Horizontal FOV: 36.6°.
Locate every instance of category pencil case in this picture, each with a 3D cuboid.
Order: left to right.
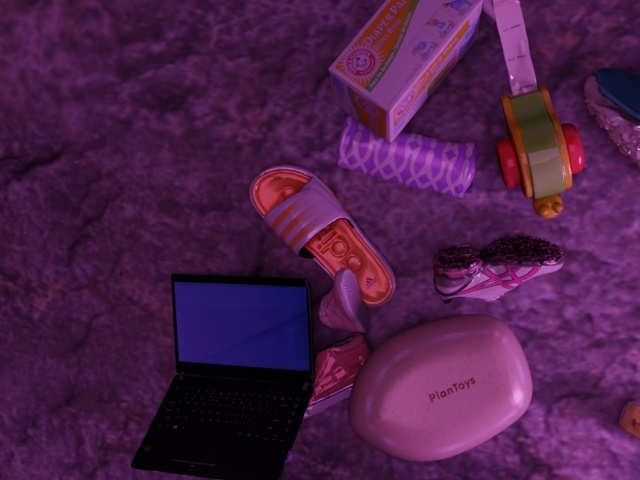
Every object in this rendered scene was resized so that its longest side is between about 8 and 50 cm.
[{"bbox_3d":[0.123,-0.124,1.363,0.206,0.086,0.088,15,65,3],"label":"pencil case"}]

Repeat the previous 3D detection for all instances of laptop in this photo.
[{"bbox_3d":[-0.141,0.191,1.377,0.234,0.264,0.136,1,134,24],"label":"laptop"}]

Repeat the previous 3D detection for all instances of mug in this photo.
[{"bbox_3d":[0.464,0.257,1.377,0.064,0.078,0.062,22,69,12],"label":"mug"}]

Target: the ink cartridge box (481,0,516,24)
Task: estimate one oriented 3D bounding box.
[{"bbox_3d":[0.207,-0.421,1.307,0.219,0.092,0.160,41,99,-1],"label":"ink cartridge box"}]

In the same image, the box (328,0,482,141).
[{"bbox_3d":[0.114,-0.251,1.294,0.103,0.114,0.203,37,82,13],"label":"box"}]

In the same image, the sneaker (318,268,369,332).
[{"bbox_3d":[0.023,0.089,1.390,0.070,0.134,0.051,3,55,21],"label":"sneaker"}]

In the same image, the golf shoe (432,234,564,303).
[{"bbox_3d":[0.254,0.044,1.385,0.186,0.067,0.086,-7,125,6],"label":"golf shoe"}]

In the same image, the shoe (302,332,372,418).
[{"bbox_3d":[0.000,0.204,1.432,0.178,0.063,0.081,-25,92,4],"label":"shoe"}]

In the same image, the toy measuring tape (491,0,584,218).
[{"bbox_3d":[0.280,-0.167,1.279,0.121,0.121,0.330,-13,117,8],"label":"toy measuring tape"}]

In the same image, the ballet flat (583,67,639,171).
[{"bbox_3d":[0.530,-0.095,1.299,0.409,0.147,0.147,23,99,4],"label":"ballet flat"}]

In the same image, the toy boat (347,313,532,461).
[{"bbox_3d":[0.182,0.272,1.383,0.267,0.148,0.318,-16,90,-4],"label":"toy boat"}]

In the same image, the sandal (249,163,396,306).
[{"bbox_3d":[0.008,-0.007,1.394,0.265,0.076,0.102,43,100,0],"label":"sandal"}]
